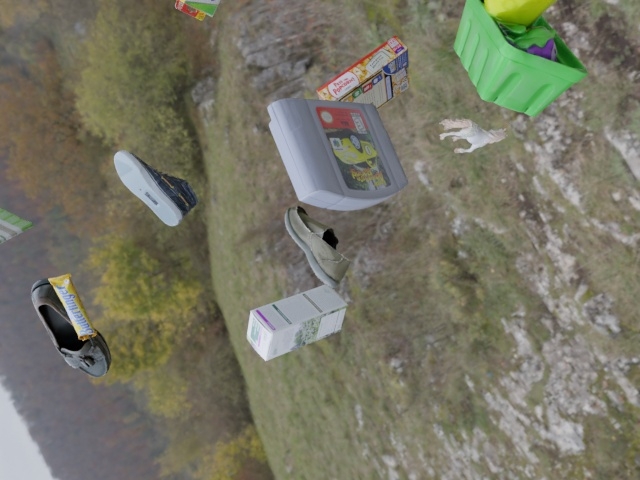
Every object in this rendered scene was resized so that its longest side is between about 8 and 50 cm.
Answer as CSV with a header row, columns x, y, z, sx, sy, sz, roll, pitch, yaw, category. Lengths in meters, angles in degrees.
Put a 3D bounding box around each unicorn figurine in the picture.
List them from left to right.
x,y,z,sx,sy,sz,roll,pitch,yaw,category
0.328,-0.226,1.429,0.111,0.162,0.060,-9,85,36,unicorn figurine

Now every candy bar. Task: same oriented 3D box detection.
x,y,z,sx,sy,sz,roll,pitch,yaw,category
-0.473,0.128,1.282,0.018,0.040,0.161,-125,19,-54,candy bar

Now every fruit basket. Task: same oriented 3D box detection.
x,y,z,sx,sy,sz,roll,pitch,yaw,category
0.504,-0.552,1.653,0.392,0.282,0.392,-167,90,-71,fruit basket

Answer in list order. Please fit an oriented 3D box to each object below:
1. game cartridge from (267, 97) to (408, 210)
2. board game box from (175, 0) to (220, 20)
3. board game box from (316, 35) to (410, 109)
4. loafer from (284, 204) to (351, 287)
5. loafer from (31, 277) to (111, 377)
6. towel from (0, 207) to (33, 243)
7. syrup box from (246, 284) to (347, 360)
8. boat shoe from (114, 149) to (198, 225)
x,y,z,sx,sy,sz,roll,pitch,yaw,category
0.044,-0.150,1.176,0.060,0.294,0.196,-24,83,38,game cartridge
-0.290,-0.720,1.787,0.039,0.124,0.259,39,107,24,board game box
0.093,-0.310,1.363,0.045,0.193,0.147,53,177,20,board game box
0.000,0.000,1.559,0.094,0.087,0.251,31,-159,-52,loafer
-0.533,0.205,1.417,0.084,0.096,0.268,-118,4,-59,loafer
-0.690,-0.013,1.378,0.113,0.152,0.023,22,128,24,towel
-0.057,0.197,1.635,0.096,0.236,0.093,43,135,37,syrup box
-0.331,-0.118,1.351,0.065,0.083,0.183,-29,105,41,boat shoe
